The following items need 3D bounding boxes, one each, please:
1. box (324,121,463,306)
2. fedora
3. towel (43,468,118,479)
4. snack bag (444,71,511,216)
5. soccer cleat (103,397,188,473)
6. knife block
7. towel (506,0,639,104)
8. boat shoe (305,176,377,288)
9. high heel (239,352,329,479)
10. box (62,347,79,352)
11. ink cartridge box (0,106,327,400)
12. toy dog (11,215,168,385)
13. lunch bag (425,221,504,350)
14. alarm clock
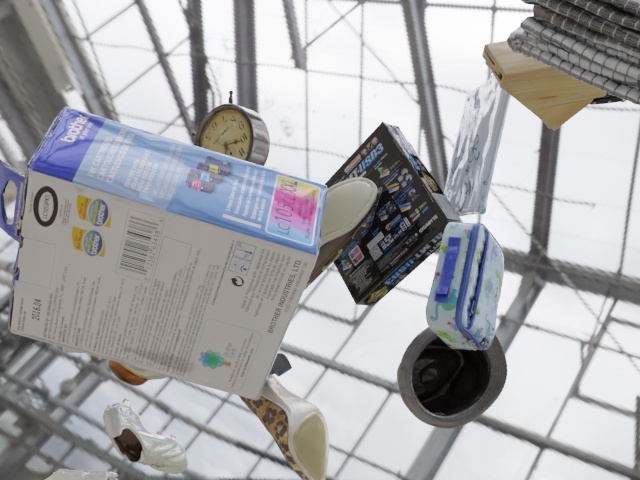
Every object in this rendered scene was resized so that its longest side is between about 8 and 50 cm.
[{"bbox_3d":[0.127,-0.056,1.800,0.295,0.073,0.293,-46,-125,27],"label":"box"},{"bbox_3d":[0.288,0.308,1.915,0.244,0.275,0.124,60,-21,-6],"label":"fedora"},{"bbox_3d":[-0.536,0.528,1.562,0.187,0.282,0.049,-9,-77,35],"label":"towel"},{"bbox_3d":[0.343,-0.204,1.775,0.037,0.323,0.342,14,-2,-5],"label":"snack bag"},{"bbox_3d":[-0.273,0.324,1.268,0.068,0.076,0.196,-27,-51,10],"label":"soccer cleat"},{"bbox_3d":[0.447,-0.316,1.401,0.242,0.088,0.275,-41,-43,24],"label":"knife block"},{"bbox_3d":[0.411,-0.284,1.009,0.283,0.235,0.121,40,-34,40],"label":"towel"},{"bbox_3d":[0.000,0.000,1.726,0.116,0.324,0.097,40,-9,33],"label":"boat shoe"},{"bbox_3d":[-0.076,0.341,1.511,0.186,0.093,0.261,-28,-99,54],"label":"high heel"},{"bbox_3d":[-0.331,0.109,1.211,0.101,0.087,0.102,3,-35,-10],"label":"box"},{"bbox_3d":[-0.220,0.014,1.005,0.395,0.151,0.270,16,-53,-9],"label":"ink cartridge box"},{"bbox_3d":[-0.366,0.080,1.587,0.408,0.284,0.395,60,-3,-24],"label":"toy dog"},{"bbox_3d":[0.269,0.084,1.500,0.090,0.219,0.176,1,-27,32],"label":"lunch bag"},{"bbox_3d":[-0.133,-0.138,1.317,0.129,0.064,0.192,-42,-122,24],"label":"alarm clock"}]
